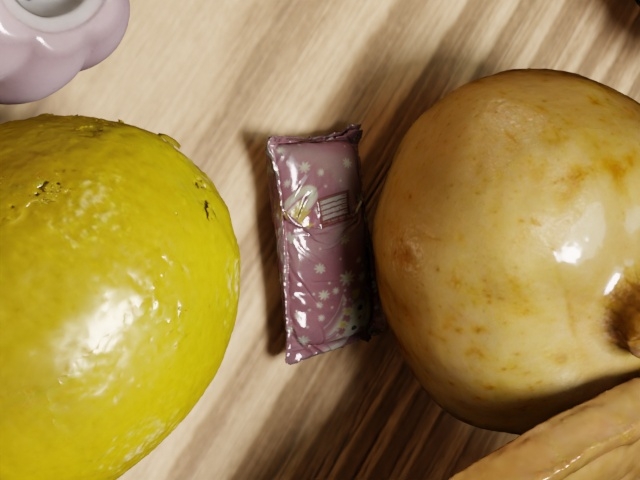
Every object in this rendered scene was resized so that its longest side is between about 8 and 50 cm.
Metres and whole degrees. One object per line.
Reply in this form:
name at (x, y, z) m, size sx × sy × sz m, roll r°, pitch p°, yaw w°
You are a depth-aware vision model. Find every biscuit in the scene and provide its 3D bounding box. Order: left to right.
biscuit at (0.135, 0.245, 1.363) m, size 0.385 × 0.062 × 0.365 m, roll -31°, pitch 157°, yaw -10°

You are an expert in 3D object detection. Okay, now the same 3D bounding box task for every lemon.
lemon at (-0.175, 0.042, 1.117) m, size 0.236 × 0.236 × 0.263 m, roll 57°, pitch 38°, yaw -30°

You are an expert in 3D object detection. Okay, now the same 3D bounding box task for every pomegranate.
pomegranate at (0.168, 0.002, 1.395) m, size 0.307 × 0.307 × 0.307 m, roll -6°, pitch 98°, yaw -41°

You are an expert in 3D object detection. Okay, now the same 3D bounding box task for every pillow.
pillow at (0.000, 0.000, 1.392) m, size 0.118 × 0.043 × 0.185 m, roll -17°, pitch 109°, yaw -46°

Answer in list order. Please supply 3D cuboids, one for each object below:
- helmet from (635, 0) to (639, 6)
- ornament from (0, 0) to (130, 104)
helmet at (0.354, -0.285, 1.597) m, size 0.230 × 0.160 × 0.279 m, roll 35°, pitch 86°, yaw -38°
ornament at (-0.197, -0.174, 1.116) m, size 0.177 × 0.177 × 0.177 m, roll -6°, pitch 98°, yaw -41°
